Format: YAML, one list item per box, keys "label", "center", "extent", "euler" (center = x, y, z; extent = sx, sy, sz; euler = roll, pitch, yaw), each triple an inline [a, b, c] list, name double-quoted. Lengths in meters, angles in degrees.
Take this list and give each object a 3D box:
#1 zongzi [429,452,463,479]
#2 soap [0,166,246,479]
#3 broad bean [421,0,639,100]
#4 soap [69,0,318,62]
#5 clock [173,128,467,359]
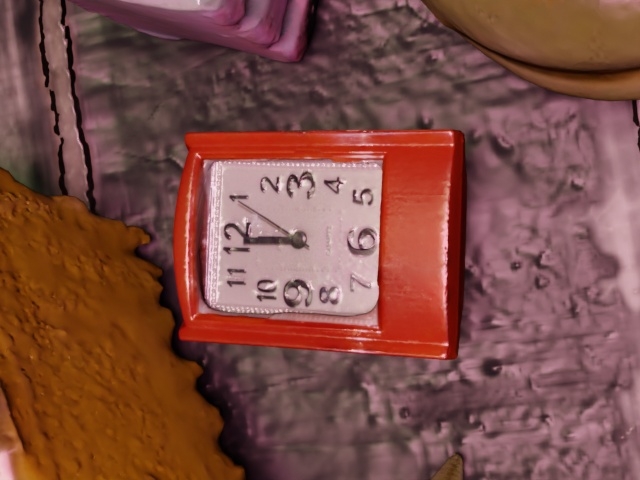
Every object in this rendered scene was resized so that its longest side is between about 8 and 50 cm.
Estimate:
- label: "zongzi"
  center: [0.006, 0.179, 0.582]
  extent: [0.154, 0.062, 0.130]
  euler: [-10, 60, 36]
- label: "soap"
  center: [-0.086, 0.132, 0.497]
  extent: [0.304, 0.169, 0.338]
  euler: [8, 93, 37]
- label: "broad bean"
  center: [0.112, -0.188, 0.513]
  extent: [0.189, 0.121, 0.263]
  euler: [-15, 71, 21]
- label: "soap"
  center: [-0.042, -0.261, 0.506]
  extent: [0.109, 0.193, 0.324]
  euler: [16, 94, 16]
- label: "clock"
  center: [0.000, 0.000, 0.566]
  extent: [0.155, 0.061, 0.113]
  euler: [2, 91, 20]
